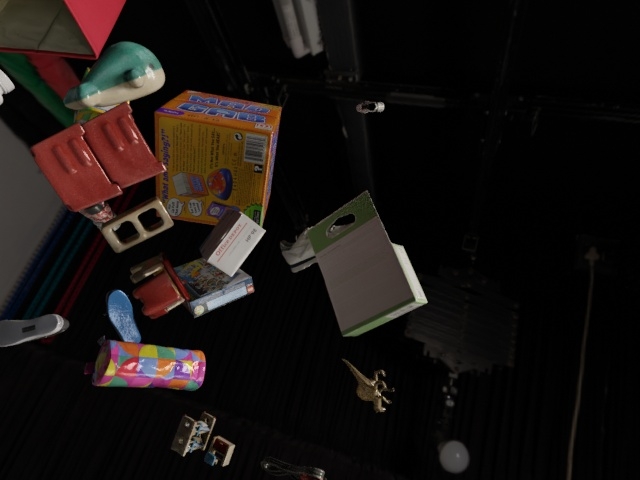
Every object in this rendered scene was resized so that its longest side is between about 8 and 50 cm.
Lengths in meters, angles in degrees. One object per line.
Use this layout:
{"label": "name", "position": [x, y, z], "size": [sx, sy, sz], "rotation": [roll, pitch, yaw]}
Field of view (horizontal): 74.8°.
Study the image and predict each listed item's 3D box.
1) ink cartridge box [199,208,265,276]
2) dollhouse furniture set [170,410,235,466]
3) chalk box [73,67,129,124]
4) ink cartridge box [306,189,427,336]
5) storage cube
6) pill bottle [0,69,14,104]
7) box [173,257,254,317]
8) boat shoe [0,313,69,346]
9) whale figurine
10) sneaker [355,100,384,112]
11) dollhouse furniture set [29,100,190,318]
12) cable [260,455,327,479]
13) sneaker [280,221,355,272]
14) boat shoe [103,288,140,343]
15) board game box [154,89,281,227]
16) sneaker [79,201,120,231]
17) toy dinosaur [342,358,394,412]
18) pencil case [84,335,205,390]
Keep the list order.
{"label": "ink cartridge box", "position": [-0.164, 0.002, 0.772], "size": [0.060, 0.104, 0.180], "rotation": [38, -6, -20]}
{"label": "dollhouse furniture set", "position": [-0.430, 0.747, 1.572], "size": [0.184, 0.128, 0.129], "rotation": [16, -8, 26]}
{"label": "chalk box", "position": [-0.715, -0.437, 1.363], "size": [0.132, 0.132, 0.213], "rotation": [10, -12, -35]}
{"label": "ink cartridge box", "position": [0.081, 0.047, 0.817], "size": [0.171, 0.235, 0.056], "rotation": [-33, -28, 29]}
{"label": "storage cube", "position": [-0.383, -0.382, 0.540], "size": [0.184, 0.193, 0.215], "rotation": [6, -25, 4]}
{"label": "pill bottle", "position": [-0.812, -0.336, 0.971], "size": [0.094, 0.169, 0.094], "rotation": [30, -27, 17]}
{"label": "box", "position": [-0.296, 0.106, 1.086], "size": [0.233, 0.159, 0.044], "rotation": [23, -51, 52]}
{"label": "boat shoe", "position": [-0.877, 0.269, 1.262], "size": [0.229, 0.080, 0.076], "rotation": [-15, -17, -2]}
{"label": "whale figurine", "position": [-0.553, -0.436, 1.111], "size": [0.216, 0.272, 0.141], "rotation": [6, -54, 37]}
{"label": "sneaker", "position": [0.159, -0.450, 1.407], "size": [0.109, 0.040, 0.044], "rotation": [11, 18, 43]}
{"label": "dollhouse furniture set", "position": [-0.316, -0.032, 0.750], "size": [0.201, 0.152, 0.374], "rotation": [28, -35, 62]}
{"label": "cable", "position": [-0.083, 0.750, 1.326], "size": [0.287, 0.072, 0.139], "rotation": [5, -50, 24]}
{"label": "sneaker", "position": [0.000, 0.000, 1.114], "size": [0.235, 0.094, 0.090], "rotation": [-27, 1, 17]}
{"label": "boat shoe", "position": [-0.797, 0.307, 1.657], "size": [0.089, 0.109, 0.258], "rotation": [18, -61, 43]}
{"label": "board game box", "position": [-0.347, -0.289, 1.480], "size": [0.356, 0.356, 0.356], "rotation": [9, -60, -6]}
{"label": "sneaker", "position": [-0.828, -0.109, 1.514], "size": [0.270, 0.090, 0.145], "rotation": [20, -33, 35]}
{"label": "toy dinosaur", "position": [0.131, 0.383, 1.103], "size": [0.093, 0.053, 0.183], "rotation": [-33, -86, 21]}
{"label": "pencil case", "position": [-0.375, 0.277, 0.922], "size": [0.236, 0.104, 0.104], "rotation": [21, -19, -37]}
